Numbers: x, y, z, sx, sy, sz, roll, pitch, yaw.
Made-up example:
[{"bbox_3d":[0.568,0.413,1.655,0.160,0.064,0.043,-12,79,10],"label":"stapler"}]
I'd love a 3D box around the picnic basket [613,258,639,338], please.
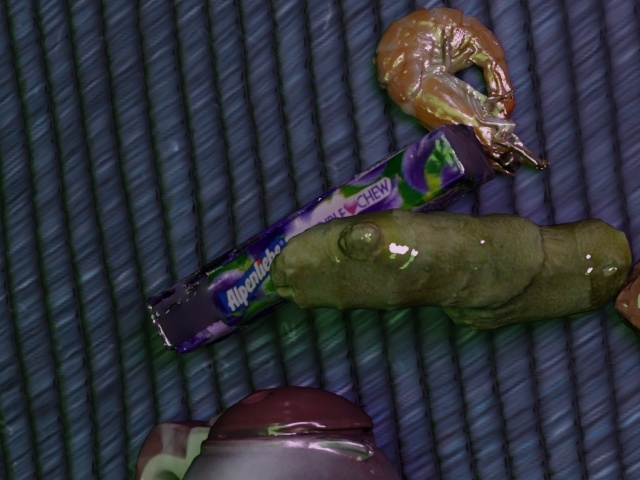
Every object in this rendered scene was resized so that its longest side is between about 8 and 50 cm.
[{"bbox_3d":[0.324,0.015,1.242,0.110,0.055,0.193,42,100,11],"label":"picnic basket"}]

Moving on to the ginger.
[{"bbox_3d":[0.107,0.025,1.223,0.290,0.137,0.089,2,83,-27],"label":"ginger"}]

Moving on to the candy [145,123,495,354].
[{"bbox_3d":[0.000,0.000,1.298,0.312,0.088,0.061,-31,83,23],"label":"candy"}]

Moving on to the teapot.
[{"bbox_3d":[-0.050,0.277,1.295,0.315,0.233,0.312,-7,83,44],"label":"teapot"}]

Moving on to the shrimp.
[{"bbox_3d":[0.124,-0.122,1.309,0.099,0.041,0.180,-45,78,-2],"label":"shrimp"}]
